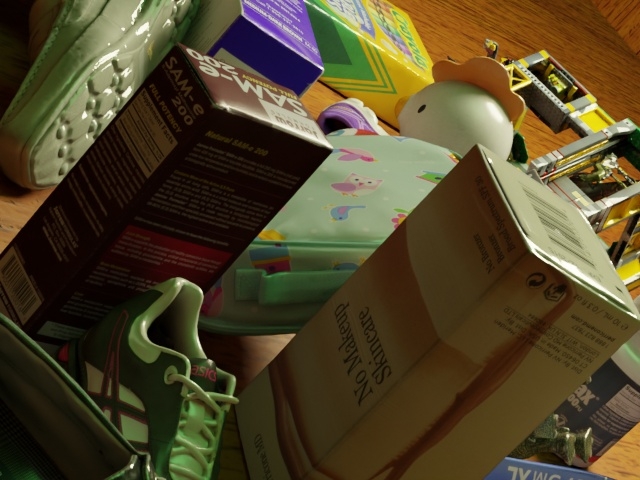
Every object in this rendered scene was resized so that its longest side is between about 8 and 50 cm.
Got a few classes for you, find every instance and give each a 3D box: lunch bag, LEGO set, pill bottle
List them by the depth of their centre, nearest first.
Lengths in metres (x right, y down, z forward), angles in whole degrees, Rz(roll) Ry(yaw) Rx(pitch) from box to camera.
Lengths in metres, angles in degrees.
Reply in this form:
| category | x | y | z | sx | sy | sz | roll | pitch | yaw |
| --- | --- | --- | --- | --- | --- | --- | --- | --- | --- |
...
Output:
| category | x | y | z | sx | sy | sz | roll | pitch | yaw |
| --- | --- | --- | --- | --- | --- | --- | --- | --- | --- |
| lunch bag | 0.000 | 0.000 | 1.471 | 0.279 | 0.108 | 0.224 | 0 | 29 | -8 |
| pill bottle | 0.300 | 0.138 | 1.801 | 0.108 | 0.180 | 0.108 | 37 | 21 | -17 |
| LEGO set | 0.247 | -0.061 | 2.056 | 0.192 | 0.255 | 0.331 | -24 | 66 | -33 |

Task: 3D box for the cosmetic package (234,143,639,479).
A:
| category | x | y | z | sx | sy | sz | roll | pitch | yaw |
| --- | --- | --- | --- | --- | --- | --- | --- | --- | --- |
| cosmetic package | 0.081 | 0.093 | 1.326 | 0.129 | 0.296 | 0.153 | 30 | 22 | -30 |

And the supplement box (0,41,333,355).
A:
| category | x | y | z | sx | sy | sz | roll | pitch | yaw |
| --- | --- | --- | --- | --- | --- | --- | --- | --- | --- |
| supplement box | -0.119 | -0.018 | 1.253 | 0.130 | 0.239 | 0.073 | 18 | 32 | -49 |

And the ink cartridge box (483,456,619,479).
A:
| category | x | y | z | sx | sy | sz | roll | pitch | yaw |
| --- | --- | --- | --- | --- | --- | --- | --- | --- | --- |
| ink cartridge box | 0.222 | 0.232 | 1.506 | 0.186 | 0.065 | 0.311 | 4 | -10 | 44 |

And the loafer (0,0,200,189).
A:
| category | x | y | z | sx | sy | sz | roll | pitch | yaw |
| --- | --- | --- | --- | --- | --- | --- | --- | --- | --- |
| loafer | -0.204 | -0.160 | 1.499 | 0.111 | 0.112 | 0.319 | 17 | 42 | 11 |

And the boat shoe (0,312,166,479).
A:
| category | x | y | z | sx | sy | sz | roll | pitch | yaw |
| --- | --- | --- | --- | --- | --- | --- | --- | --- | --- |
| boat shoe | -0.137 | 0.170 | 0.990 | 0.335 | 0.119 | 0.121 | 43 | 42 | 15 |

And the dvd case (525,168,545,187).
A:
| category | x | y | z | sx | sy | sz | roll | pitch | yaw |
| --- | --- | --- | --- | --- | --- | --- | --- | --- | --- |
| dvd case | 0.195 | 0.031 | 1.854 | 0.018 | 0.164 | 0.221 | 59 | 5 | -44 |

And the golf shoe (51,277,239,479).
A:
| category | x | y | z | sx | sy | sz | roll | pitch | yaw |
| --- | --- | --- | --- | --- | --- | --- | --- | --- | --- |
| golf shoe | -0.109 | 0.137 | 1.147 | 0.105 | 0.120 | 0.273 | 29 | 26 | -38 |

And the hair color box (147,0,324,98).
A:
| category | x | y | z | sx | sy | sz | roll | pitch | yaw |
| --- | --- | --- | --- | --- | --- | --- | --- | --- | --- |
| hair color box | -0.112 | -0.205 | 1.712 | 0.110 | 0.185 | 0.339 | 32 | 24 | -28 |

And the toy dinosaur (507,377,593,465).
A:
| category | x | y | z | sx | sy | sz | roll | pitch | yaw |
| --- | --- | --- | --- | --- | --- | --- | --- | --- | --- |
| toy dinosaur | 0.154 | 0.157 | 1.595 | 0.313 | 0.160 | 0.121 | -37 | 124 | -60 |

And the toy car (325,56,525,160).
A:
| category | x | y | z | sx | sy | sz | roll | pitch | yaw |
| --- | --- | --- | --- | --- | --- | --- | --- | --- | --- |
| toy car | 0.103 | -0.093 | 1.764 | 0.210 | 0.238 | 0.219 | 27 | 23 | 1 |

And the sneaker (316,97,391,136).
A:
| category | x | y | z | sx | sy | sz | roll | pitch | yaw |
| --- | --- | --- | --- | --- | --- | --- | --- | --- | --- |
| sneaker | 0.060 | -0.091 | 2.004 | 0.170 | 0.068 | 0.071 | 40 | 34 | 17 |

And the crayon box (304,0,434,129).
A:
| category | x | y | z | sx | sy | sz | roll | pitch | yaw |
| --- | --- | --- | --- | --- | --- | --- | --- | --- | --- |
| crayon box | 0.035 | -0.264 | 2.240 | 0.323 | 0.083 | 0.203 | 30 | 24 | -33 |
